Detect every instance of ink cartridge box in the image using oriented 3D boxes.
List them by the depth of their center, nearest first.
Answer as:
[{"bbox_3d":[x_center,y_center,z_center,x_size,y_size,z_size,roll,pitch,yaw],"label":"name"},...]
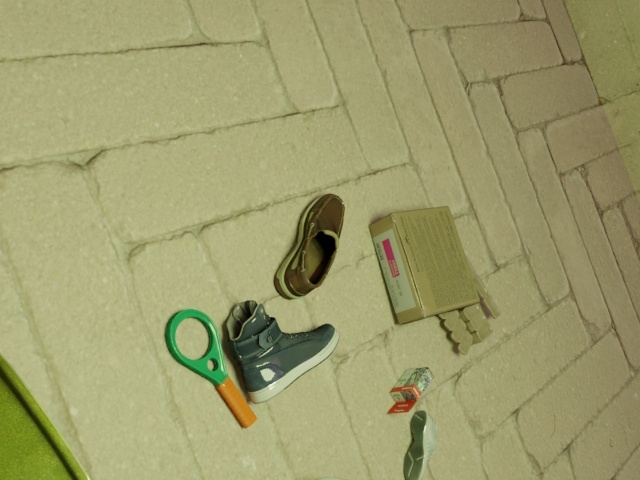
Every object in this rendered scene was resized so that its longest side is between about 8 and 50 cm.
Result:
[{"bbox_3d":[0.181,0.309,1.465,0.115,0.063,0.029,-42,106,-42],"label":"ink cartridge box"},{"bbox_3d":[0.230,0.052,1.565,0.193,0.088,0.234,-8,77,-39],"label":"ink cartridge box"}]

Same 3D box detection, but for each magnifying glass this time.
[{"bbox_3d":[-0.180,0.218,1.198,0.092,0.026,0.231,-42,103,-43],"label":"magnifying glass"}]

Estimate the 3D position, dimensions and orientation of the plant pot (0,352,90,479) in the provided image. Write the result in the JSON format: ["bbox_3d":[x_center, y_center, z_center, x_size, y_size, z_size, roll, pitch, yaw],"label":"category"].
[{"bbox_3d":[-0.435,0.340,0.733,0.353,0.366,0.366,-32,98,-31],"label":"plant pot"}]

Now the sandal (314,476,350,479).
[{"bbox_3d":[0.128,0.512,1.315,0.416,0.169,0.102,35,15,-28],"label":"sandal"}]

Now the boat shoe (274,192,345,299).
[{"bbox_3d":[0.005,0.005,1.387,0.095,0.095,0.257,40,52,-25],"label":"boat shoe"}]

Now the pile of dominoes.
[{"bbox_3d":[0.316,0.131,1.685,0.196,0.040,0.251,-30,88,-42],"label":"pile of dominoes"}]

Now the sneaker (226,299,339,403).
[{"bbox_3d":[-0.068,0.163,1.273,0.226,0.086,0.163,-32,100,-43],"label":"sneaker"}]

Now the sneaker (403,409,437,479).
[{"bbox_3d":[0.215,0.431,1.462,0.061,0.054,0.152,39,53,-30],"label":"sneaker"}]
